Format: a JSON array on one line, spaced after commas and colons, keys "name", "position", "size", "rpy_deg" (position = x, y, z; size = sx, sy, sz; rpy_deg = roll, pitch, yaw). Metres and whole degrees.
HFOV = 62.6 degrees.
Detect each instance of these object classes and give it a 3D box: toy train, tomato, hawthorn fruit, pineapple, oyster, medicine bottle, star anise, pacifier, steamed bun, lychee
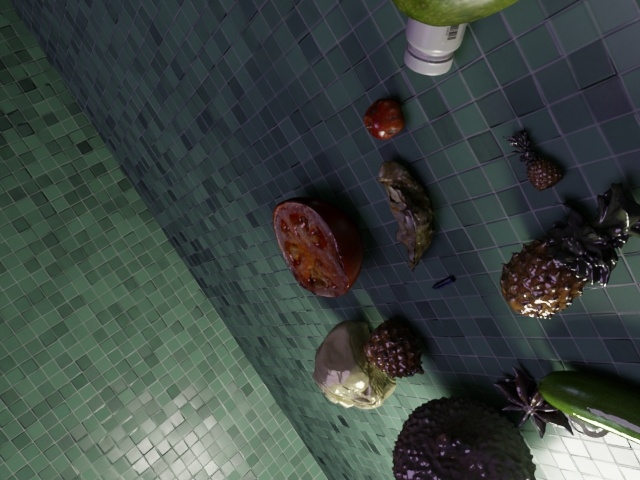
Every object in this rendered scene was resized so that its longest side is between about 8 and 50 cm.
[{"name": "toy train", "position": [0.316, 0.111, 1.350], "size": [0.017, 0.017, 0.083], "rpy_deg": [45, 149, -1]}, {"name": "tomato", "position": [0.010, 0.000, 1.528], "size": [0.338, 0.143, 0.338], "rpy_deg": [35, 142, 33]}, {"name": "hawthorn fruit", "position": [0.136, -0.264, 1.143], "size": [0.093, 0.093, 0.093], "rpy_deg": [34, 144, 29]}, {"name": "pineapple", "position": [0.230, 0.334, 1.566], "size": [0.193, 0.166, 0.166], "rpy_deg": [39, 147, 6]}, {"name": "oyster", "position": [0.214, -0.051, 1.276], "size": [0.166, 0.094, 0.294], "rpy_deg": [51, 165, 41]}, {"name": "medicine bottle", "position": [0.205, -0.391, 0.908], "size": [0.103, 0.103, 0.187], "rpy_deg": [37, 146, 25]}, {"name": "star anise", "position": [0.530, 0.395, 1.306], "size": [0.204, 0.061, 0.181], "rpy_deg": [12, 124, 45]}, {"name": "pineapple", "position": [0.458, 0.017, 0.964], "size": [0.170, 0.141, 0.310], "rpy_deg": [67, 149, 27]}, {"name": "pineapple", "position": [0.390, -0.152, 0.966], "size": [0.124, 0.058, 0.058], "rpy_deg": [62, 151, 13]}, {"name": "pacifier", "position": [0.610, 0.413, 1.196], "size": [0.099, 0.078, 0.081], "rpy_deg": [44, 104, 11]}, {"name": "steamed bun", "position": [0.097, 0.414, 1.712], "size": [0.203, 0.289, 0.276], "rpy_deg": [-22, 65, 24]}, {"name": "lychee", "position": [0.391, 0.630, 1.446], "size": [0.380, 0.380, 0.432], "rpy_deg": [22, 150, 41]}]

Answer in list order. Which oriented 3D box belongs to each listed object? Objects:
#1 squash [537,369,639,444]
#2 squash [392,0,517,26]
[{"name": "squash", "position": [0.639, 0.358, 1.080], "size": [0.395, 0.107, 0.107], "rpy_deg": [18, 135, 44]}, {"name": "squash", "position": [0.188, -0.409, 0.656], "size": [0.310, 0.310, 0.309], "rpy_deg": [48, 131, 8]}]
